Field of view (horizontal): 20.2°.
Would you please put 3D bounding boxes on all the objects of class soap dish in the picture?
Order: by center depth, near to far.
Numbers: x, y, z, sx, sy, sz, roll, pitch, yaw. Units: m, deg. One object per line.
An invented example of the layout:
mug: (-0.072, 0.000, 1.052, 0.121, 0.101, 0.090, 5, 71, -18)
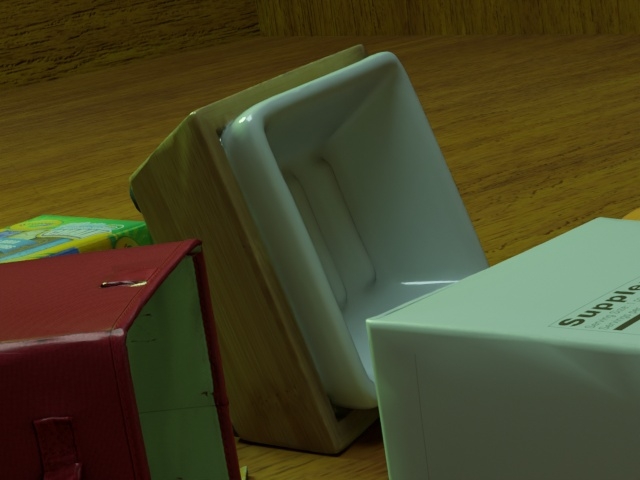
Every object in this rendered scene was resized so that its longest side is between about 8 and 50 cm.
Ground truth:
soap dish: (0.000, 0.000, 1.234, 0.118, 0.229, 0.291, -21, 5, 26)

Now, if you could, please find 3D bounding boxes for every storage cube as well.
storage cube: (-0.151, 0.114, 0.859, 0.193, 0.184, 0.215, -7, 12, 9)

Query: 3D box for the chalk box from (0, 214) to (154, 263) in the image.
chalk box: (-0.190, 0.059, 1.269, 0.132, 0.132, 0.213, 3, 18, 45)

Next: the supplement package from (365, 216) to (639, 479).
supplement package: (0.189, 0.099, 0.710, 0.293, 0.178, 0.175, 3, 17, 43)

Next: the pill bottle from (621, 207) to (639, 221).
pill bottle: (0.264, 0.035, 1.078, 0.130, 0.130, 0.245, -13, 13, -20)

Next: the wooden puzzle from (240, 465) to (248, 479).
wooden puzzle: (-0.096, 0.144, 1.090, 0.116, 0.014, 0.078, -6, 12, 11)
